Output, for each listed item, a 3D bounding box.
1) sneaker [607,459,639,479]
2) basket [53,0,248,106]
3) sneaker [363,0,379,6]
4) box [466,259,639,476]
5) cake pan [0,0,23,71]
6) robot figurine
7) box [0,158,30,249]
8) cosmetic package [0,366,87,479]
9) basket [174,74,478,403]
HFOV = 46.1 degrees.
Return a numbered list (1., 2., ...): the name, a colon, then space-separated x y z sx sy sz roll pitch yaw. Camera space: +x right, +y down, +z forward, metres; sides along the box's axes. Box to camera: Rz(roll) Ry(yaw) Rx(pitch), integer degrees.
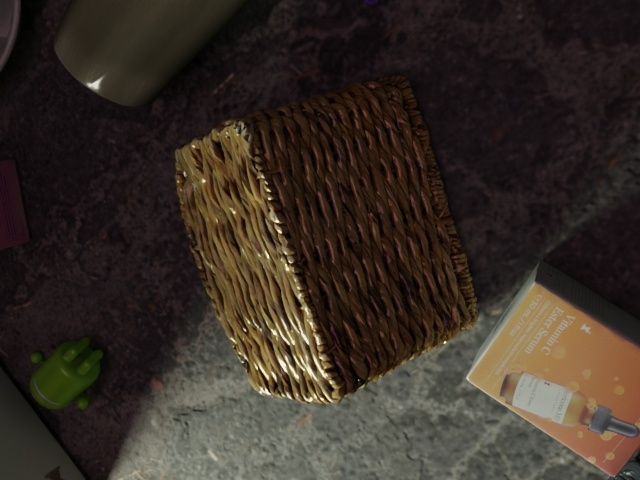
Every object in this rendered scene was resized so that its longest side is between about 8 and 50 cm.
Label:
1. sneaker: 0.339 0.334 0.800 0.082 0.069 0.209 6 97 -15
2. basket: -0.175 -0.268 0.802 0.227 0.154 0.204 -45 62 28
3. sneaker: -0.001 -0.299 0.775 0.170 0.068 0.071 35 117 9
4. box: 0.259 0.125 0.759 0.170 0.091 0.130 33 111 11
5. cake pan: -0.500 -0.304 0.933 0.293 0.054 0.293 1 102 7
6. robot figurine: -0.342 0.180 1.006 0.101 0.067 0.115 45 114 -7
7. box: -0.538 -0.025 0.938 0.213 0.243 0.117 -3 101 22
8. cosmetic package: -0.601 0.382 1.006 0.393 0.329 0.327 -39 87 23
9. basket: 0.000 0.000 0.827 0.213 0.223 0.299 -12 99 56
